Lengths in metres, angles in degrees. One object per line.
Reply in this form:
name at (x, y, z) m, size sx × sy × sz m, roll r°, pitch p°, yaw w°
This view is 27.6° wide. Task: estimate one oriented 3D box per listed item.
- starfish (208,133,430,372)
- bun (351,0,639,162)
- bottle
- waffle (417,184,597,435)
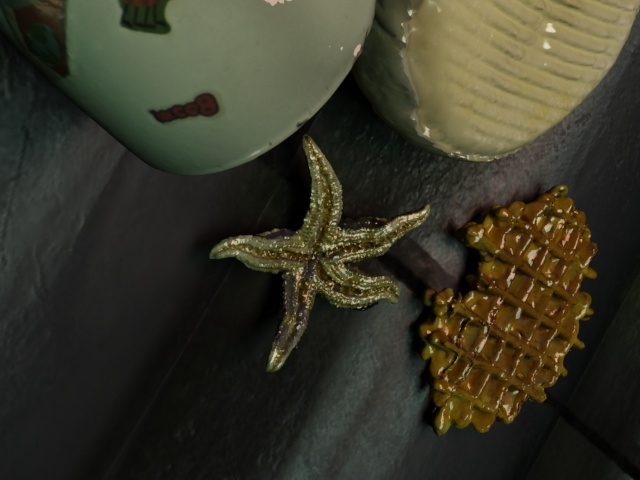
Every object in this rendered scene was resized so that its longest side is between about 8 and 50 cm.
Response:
starfish at (0.000, 0.000, 1.047) m, size 0.208 × 0.053 × 0.176 m, roll -17°, pitch 116°, yaw -40°
bun at (0.132, -0.202, 1.030) m, size 0.287 × 0.146 × 0.287 m, roll -23°, pitch 134°, yaw -27°
bottle at (-0.137, -0.221, 0.748) m, size 0.351 × 0.229 × 0.229 m, roll 44°, pitch 76°, yaw -38°
waffle at (0.180, 0.065, 1.233) m, size 0.231 × 0.051 × 0.229 m, roll -24°, pitch 120°, yaw -34°
